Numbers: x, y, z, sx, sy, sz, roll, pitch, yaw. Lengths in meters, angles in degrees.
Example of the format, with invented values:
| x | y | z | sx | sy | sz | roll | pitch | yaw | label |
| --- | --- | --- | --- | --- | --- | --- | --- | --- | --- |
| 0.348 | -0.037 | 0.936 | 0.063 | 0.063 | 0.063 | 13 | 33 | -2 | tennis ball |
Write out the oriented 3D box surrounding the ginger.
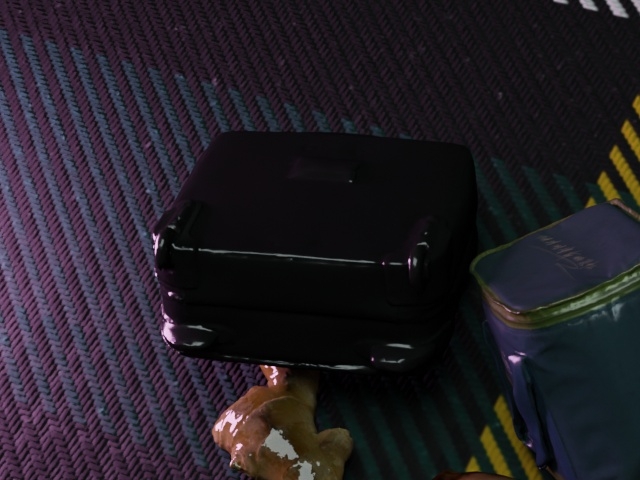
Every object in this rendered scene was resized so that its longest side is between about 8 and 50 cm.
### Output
| x | y | z | sx | sy | sz | roll | pitch | yaw | label |
| --- | --- | --- | --- | --- | --- | --- | --- | --- | --- |
| -0.030 | 0.243 | 1.979 | 0.148 | 0.081 | 0.333 | -12 | 53 | -17 | ginger |

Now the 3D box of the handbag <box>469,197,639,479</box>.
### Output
| x | y | z | sx | sy | sz | roll | pitch | yaw | label |
| --- | --- | --- | --- | --- | --- | --- | --- | --- | --- |
| 0.291 | 0.116 | 1.849 | 0.222 | 0.241 | 0.263 | -24 | 14 | -1 | handbag |

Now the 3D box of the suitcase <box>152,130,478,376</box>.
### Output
| x | y | z | sx | sy | sz | roll | pitch | yaw | label |
| --- | --- | --- | --- | --- | --- | --- | --- | --- | --- |
| 0.000 | 0.000 | 2.045 | 0.345 | 0.188 | 0.339 | 3 | 34 | 13 | suitcase |

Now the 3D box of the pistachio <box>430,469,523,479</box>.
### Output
| x | y | z | sx | sy | sz | roll | pitch | yaw | label |
| --- | --- | --- | --- | --- | --- | --- | --- | --- | --- |
| 0.169 | 0.313 | 1.856 | 0.165 | 0.130 | 0.210 | -31 | 40 | -15 | pistachio |
